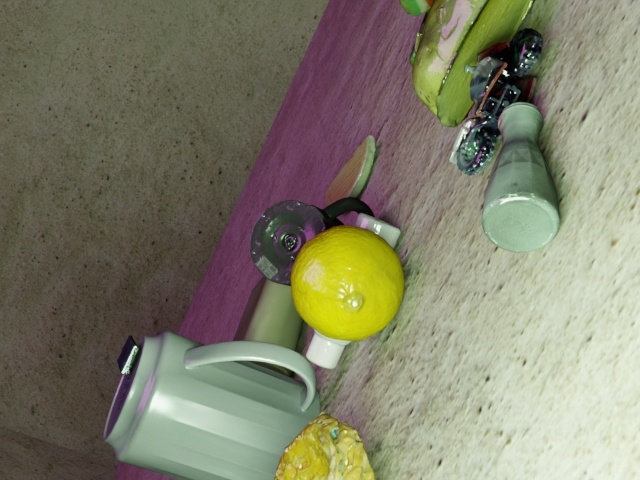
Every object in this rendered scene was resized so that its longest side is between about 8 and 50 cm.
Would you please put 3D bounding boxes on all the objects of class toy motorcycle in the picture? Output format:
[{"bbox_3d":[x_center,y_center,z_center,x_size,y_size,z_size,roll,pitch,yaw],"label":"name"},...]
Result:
[{"bbox_3d":[0.234,-0.195,1.262,0.213,0.082,0.122,-65,14,6],"label":"toy motorcycle"}]

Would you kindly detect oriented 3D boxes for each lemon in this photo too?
[{"bbox_3d":[0.042,0.066,1.401,0.203,0.178,0.178,-114,47,-75],"label":"lemon"}]

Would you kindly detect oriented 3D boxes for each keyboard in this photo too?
[{"bbox_3d":[-0.347,0.205,1.635,0.055,0.014,0.176,-68,14,-6],"label":"keyboard"}]

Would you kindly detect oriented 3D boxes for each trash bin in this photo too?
[{"bbox_3d":[-0.115,0.198,1.947,0.243,0.121,0.247,-48,21,56],"label":"trash bin"}]

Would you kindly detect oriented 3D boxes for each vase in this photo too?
[{"bbox_3d":[0.239,-0.086,1.087,0.086,0.086,0.214,-56,13,41],"label":"vase"}]

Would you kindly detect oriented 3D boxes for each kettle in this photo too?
[{"bbox_3d":[0.000,0.000,1.624,0.202,0.144,0.232,-52,-21,7],"label":"kettle"}]

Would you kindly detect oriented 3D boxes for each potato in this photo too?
[{"bbox_3d":[0.207,-0.312,1.340,0.160,0.111,0.272,3,-60,-59],"label":"potato"}]

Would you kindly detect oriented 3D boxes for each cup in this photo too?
[{"bbox_3d":[-0.176,0.285,1.586,0.323,0.327,0.237,-57,17,33],"label":"cup"}]

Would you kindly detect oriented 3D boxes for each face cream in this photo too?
[{"bbox_3d":[0.050,0.089,1.542,0.082,0.082,0.269,-138,69,-76],"label":"face cream"}]

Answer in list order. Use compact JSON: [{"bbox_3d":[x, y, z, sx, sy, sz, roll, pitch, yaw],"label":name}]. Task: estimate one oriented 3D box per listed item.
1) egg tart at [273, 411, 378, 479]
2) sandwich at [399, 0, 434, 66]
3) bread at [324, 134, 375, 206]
[{"bbox_3d":[0.003,0.378,1.226,0.291,0.107,0.291,-54,22,35],"label":"egg tart"},{"bbox_3d":[0.211,-0.411,1.536,0.301,0.162,0.250,-121,50,-77],"label":"sandwich"},{"bbox_3d":[0.067,-0.120,1.915,0.193,0.036,0.112,-52,25,39],"label":"bread"}]
